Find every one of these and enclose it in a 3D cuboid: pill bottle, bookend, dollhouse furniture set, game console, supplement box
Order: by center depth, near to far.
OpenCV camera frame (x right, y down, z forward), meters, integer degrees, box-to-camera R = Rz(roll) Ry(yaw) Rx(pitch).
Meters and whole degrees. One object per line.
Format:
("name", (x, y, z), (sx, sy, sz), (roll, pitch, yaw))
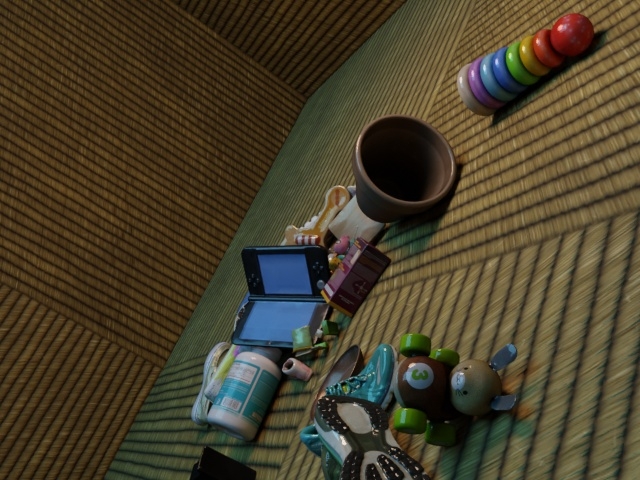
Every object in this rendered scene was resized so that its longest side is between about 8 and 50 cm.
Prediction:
("bookend", (-0.274, 0.619, 1.669), (0.157, 0.156, 0.072), (-48, 19, 32))
("dollhouse furniture set", (-0.028, 0.255, 1.730), (0.151, 0.058, 0.076), (-21, 69, 28))
("supplement box", (0.091, 0.095, 1.735), (0.188, 0.081, 0.104), (-56, 15, 4))
("pill bottle", (-0.203, 0.419, 1.859), (0.146, 0.146, 0.264), (-29, 31, 59))
("game console", (-0.124, 0.156, 1.869), (0.293, 0.250, 0.173), (-2, 17, 29))

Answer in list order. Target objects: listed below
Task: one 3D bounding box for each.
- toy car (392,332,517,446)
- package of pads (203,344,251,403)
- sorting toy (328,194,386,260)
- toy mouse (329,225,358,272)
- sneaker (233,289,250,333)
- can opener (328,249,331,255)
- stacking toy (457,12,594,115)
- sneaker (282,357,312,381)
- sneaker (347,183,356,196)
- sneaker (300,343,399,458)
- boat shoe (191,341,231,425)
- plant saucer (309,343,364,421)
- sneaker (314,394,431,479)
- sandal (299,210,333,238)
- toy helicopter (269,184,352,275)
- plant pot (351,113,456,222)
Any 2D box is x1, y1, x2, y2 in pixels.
("toy car", (0.223, 0.226, 1.027), (0.188, 0.149, 0.155), (-23, 48, 43))
("package of pads", (-0.242, 0.371, 2.058), (0.296, 0.101, 0.229), (-58, -1, -3))
("sorting toy", (0.117, -0.046, 1.883), (0.274, 0.132, 0.046), (-49, -27, 17))
("toy mouse", (0.074, 0.025, 1.804), (0.143, 0.031, 0.161), (-55, -27, -5))
("sneaker", (-0.234, 0.271, 2.326), (0.330, 0.129, 0.147), (-72, 7, -50))
("can opener", (-0.070, 0.123, 2.147), (0.280, 0.093, 0.074), (-41, 33, 30))
("stacking toy", (0.476, -0.418, 1.516), (0.330, 0.141, 0.141), (-28, 33, 52))
("sneaker", (-0.074, 0.343, 1.767), (0.051, 0.070, 0.134), (-63, 16, -13))
("sneaker", (0.195, -0.234, 1.931), (0.305, 0.152, 0.114), (-58, 14, -9))
("sneaker", (0.064, 0.324, 1.329), (0.275, 0.110, 0.107), (-56, 16, 2))
("boat shoe", (-0.353, 0.496, 2.272), (0.094, 0.109, 0.302), (-17, 50, 43))
("plant saucer", (0.044, 0.326, 1.473), (0.198, 0.036, 0.198), (-56, 5, 8))
("sneaker", (0.082, 0.435, 1.110), (0.410, 0.158, 0.182), (-115, 29, -69))
("sandal", (-0.064, 0.057, 2.207), (0.416, 0.169, 0.102), (-49, 58, 25))
("toy helicopter", (0.000, 0.000, 1.997), (0.355, 0.235, 0.140), (-60, -26, 4))
("plant pot", (0.192, -0.155, 1.699), (0.229, 0.263, 0.263), (113, -178, -63))
